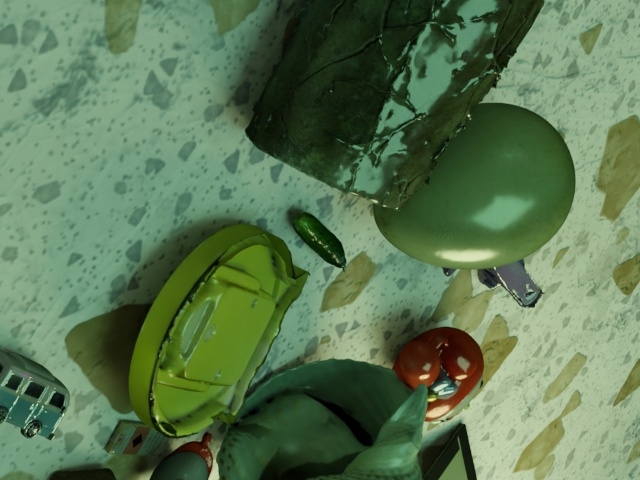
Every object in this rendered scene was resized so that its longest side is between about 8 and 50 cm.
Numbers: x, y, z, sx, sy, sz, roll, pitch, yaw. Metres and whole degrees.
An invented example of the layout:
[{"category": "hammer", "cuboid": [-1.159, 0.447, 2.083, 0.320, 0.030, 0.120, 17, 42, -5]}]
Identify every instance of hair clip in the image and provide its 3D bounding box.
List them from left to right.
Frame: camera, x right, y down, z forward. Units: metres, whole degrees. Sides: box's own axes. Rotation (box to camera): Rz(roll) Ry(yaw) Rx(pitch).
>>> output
[{"category": "hair clip", "cuboid": [0.248, 0.017, 1.973, 0.137, 0.090, 0.278, -44, 138, -1]}]

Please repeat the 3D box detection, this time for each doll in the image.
[{"category": "doll", "cuboid": [-0.211, 0.354, 1.699, 0.245, 0.076, 0.142, -53, -171, -1]}, {"category": "doll", "cuboid": [0.178, 0.206, 1.999, 0.161, 0.130, 0.290, -40, 157, -10]}]

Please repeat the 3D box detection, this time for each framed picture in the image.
[{"category": "framed picture", "cuboid": [0.193, 0.515, 2.225, 0.347, 0.016, 0.265, -47, 132, -45]}]

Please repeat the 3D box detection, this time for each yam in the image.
[{"category": "yam", "cuboid": [0.080, -0.214, 1.456, 0.241, 0.241, 0.348, 14, 111, -53]}]

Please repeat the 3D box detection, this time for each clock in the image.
[{"category": "clock", "cuboid": [-0.137, 0.107, 1.600, 0.277, 0.071, 0.293, -61, 157, -6]}]

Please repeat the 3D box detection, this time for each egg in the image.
[{"category": "egg", "cuboid": [0.200, -0.065, 1.723, 0.295, 0.218, 0.218, -22, 134, -30]}]

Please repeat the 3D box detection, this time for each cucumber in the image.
[{"category": "cucumber", "cuboid": [0.000, 0.000, 1.702, 0.037, 0.037, 0.155, -51, 144, -5]}]

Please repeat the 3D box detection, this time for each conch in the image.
[{"category": "conch", "cuboid": [0.013, 0.333, 1.795, 0.319, 0.303, 0.215, -48, 163, -33]}]

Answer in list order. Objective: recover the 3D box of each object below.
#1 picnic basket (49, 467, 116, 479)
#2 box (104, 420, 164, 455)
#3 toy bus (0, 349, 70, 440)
[{"category": "picnic basket", "cuboid": [-0.268, 0.376, 1.578, 0.128, 0.178, 0.137, -1, 119, -47]}, {"category": "box", "cuboid": [-0.234, 0.253, 1.661, 0.083, 0.012, 0.046, 17, 106, -55]}, {"category": "toy bus", "cuboid": [-0.331, 0.168, 1.436, 0.075, 0.060, 0.123, -56, 143, -3]}]
